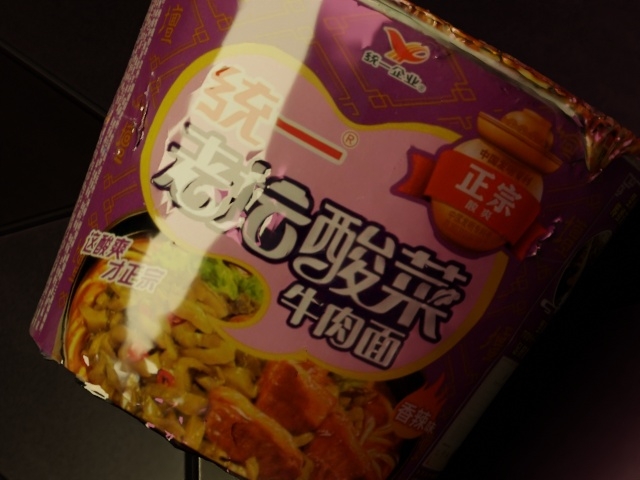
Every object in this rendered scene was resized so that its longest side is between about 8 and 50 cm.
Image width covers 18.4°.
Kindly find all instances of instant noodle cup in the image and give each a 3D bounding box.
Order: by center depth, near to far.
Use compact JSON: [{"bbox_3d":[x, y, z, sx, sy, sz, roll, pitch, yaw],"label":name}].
[{"bbox_3d":[0.000,0.000,1.142,0.340,0.340,0.266,28,89,36],"label":"instant noodle cup"}]
